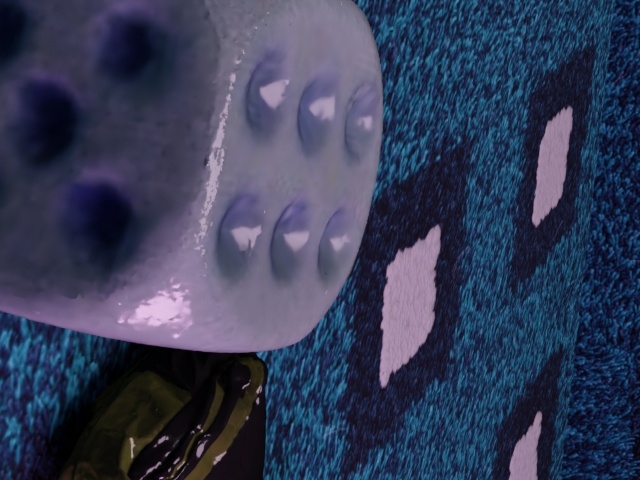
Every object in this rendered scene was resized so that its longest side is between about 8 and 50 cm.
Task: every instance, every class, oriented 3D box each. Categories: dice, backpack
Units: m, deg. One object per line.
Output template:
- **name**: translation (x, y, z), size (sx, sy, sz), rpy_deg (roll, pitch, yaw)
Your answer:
- **dice**: translation (-0.120, -0.071, 0.952), size (0.268, 0.262, 0.265), rpy_deg (8, 94, -66)
- **backpack**: translation (-0.136, 0.209, 1.204), size (0.253, 0.140, 0.207), rpy_deg (-43, 137, -50)

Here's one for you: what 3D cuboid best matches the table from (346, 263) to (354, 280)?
- **table**: translation (0.000, 0.000, 1.512), size (0.133, 0.043, 0.133), rpy_deg (-41, 137, -52)
